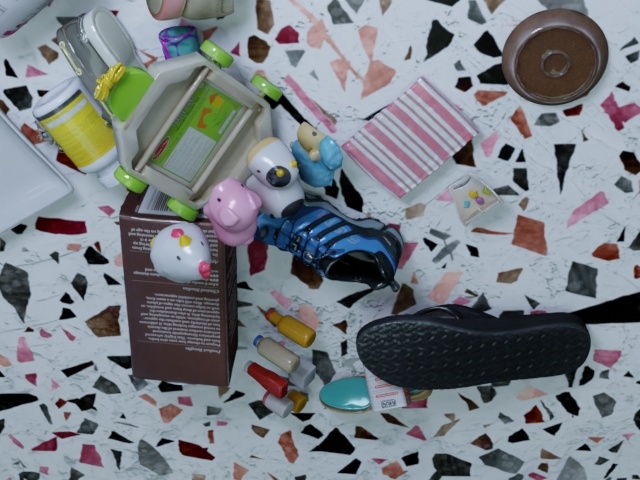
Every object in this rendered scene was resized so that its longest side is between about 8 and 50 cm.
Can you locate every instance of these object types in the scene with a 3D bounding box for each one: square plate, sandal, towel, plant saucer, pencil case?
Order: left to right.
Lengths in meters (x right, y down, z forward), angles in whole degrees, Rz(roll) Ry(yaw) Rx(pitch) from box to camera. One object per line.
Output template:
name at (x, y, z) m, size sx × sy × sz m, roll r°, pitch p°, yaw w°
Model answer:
square plate at (-0.674, -0.150, 1.857) m, size 0.344 × 0.049 × 0.347 m, roll -27°, pitch 117°, yaw 24°
pencil case at (-0.225, -0.277, 1.699) m, size 0.064 × 0.070 × 0.152 m, roll 23°, pitch 133°, yaw 38°
towel at (0.151, -0.173, 1.748) m, size 0.144 × 0.029 × 0.197 m, roll 41°, pitch 117°, yaw -19°
sandal at (0.280, 0.192, 1.946) m, size 0.445 × 0.107 × 0.168 m, roll 1°, pitch 123°, yaw -9°
plant saucer at (0.373, -0.285, 1.640) m, size 0.168 × 0.029 × 0.168 m, roll 4°, pitch 125°, yaw 6°

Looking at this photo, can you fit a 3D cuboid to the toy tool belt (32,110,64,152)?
toy tool belt at (-0.472, -0.193, 1.807) m, size 0.051 × 0.052 × 0.083 m, roll 1°, pitch 128°, yaw 46°

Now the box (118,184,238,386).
box at (-0.254, 0.084, 1.910) m, size 0.191 × 0.143 × 0.381 m, roll 5°, pitch 123°, yaw 3°

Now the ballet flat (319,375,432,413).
ballet flat at (0.115, 0.308, 2.056) m, size 0.232 × 0.080 × 0.073 m, roll -10°, pitch 152°, yaw 17°

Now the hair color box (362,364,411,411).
hair color box at (0.124, 0.254, 1.989) m, size 0.072 × 0.043 × 0.141 m, roll -12°, pitch 86°, yaw 16°

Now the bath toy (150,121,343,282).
bath toy at (-0.123, -0.054, 1.688) m, size 0.348 × 0.129 × 0.151 m, roll -39°, pitch 124°, yaw -19°

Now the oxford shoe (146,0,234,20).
oxford shoe at (-0.163, -0.517, 1.515) m, size 0.146 × 0.140 × 0.397 m, roll -3°, pitch 125°, yaw -29°

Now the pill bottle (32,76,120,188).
pill bottle at (-0.397, -0.181, 1.766) m, size 0.103 × 0.103 × 0.184 m, roll -25°, pitch 117°, yaw 22°

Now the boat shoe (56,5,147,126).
boat shoe at (-0.326, -0.239, 1.718) m, size 0.091 × 0.109 × 0.305 m, roll -17°, pitch 118°, yaw 24°

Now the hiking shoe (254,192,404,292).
hiking shoe at (0.000, 0.000, 1.820) m, size 0.304 × 0.132 × 0.113 m, roll 12°, pitch 125°, yaw -1°

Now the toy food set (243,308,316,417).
toy food set at (-0.083, 0.251, 2.028) m, size 0.104 × 0.111 × 0.232 m, roll 31°, pitch 141°, yaw 24°

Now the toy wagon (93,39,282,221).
toy wagon at (-0.224, -0.192, 1.654) m, size 0.344 × 0.068 × 0.267 m, roll 30°, pitch 98°, yaw -43°

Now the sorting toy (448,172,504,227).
sorting toy at (0.264, -0.079, 1.790) m, size 0.083 × 0.045 × 0.075 m, roll -35°, pitch 106°, yaw 27°

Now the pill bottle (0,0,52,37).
pill bottle at (-0.434, -0.445, 1.555) m, size 0.283 × 0.160 × 0.160 m, roll -30°, pitch 116°, yaw 24°
